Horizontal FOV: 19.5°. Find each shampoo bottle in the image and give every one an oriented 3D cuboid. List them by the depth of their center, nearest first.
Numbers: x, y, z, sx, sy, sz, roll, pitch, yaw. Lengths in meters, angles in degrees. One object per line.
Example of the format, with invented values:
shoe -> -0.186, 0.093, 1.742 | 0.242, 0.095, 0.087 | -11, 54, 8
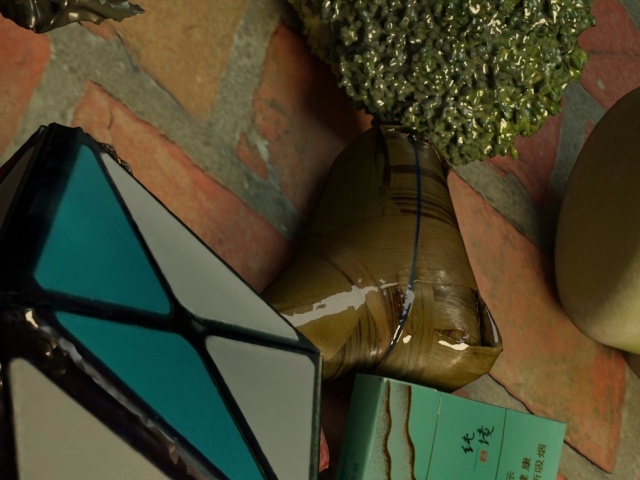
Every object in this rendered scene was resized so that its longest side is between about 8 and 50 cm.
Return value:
shampoo bottle -> 0.413, 0.005, 1.817 | 0.317, 0.322, 0.322 | 16, 51, -14

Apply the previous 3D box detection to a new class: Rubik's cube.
Rubik's cube -> -0.161, 0.122, 1.119 | 0.248, 0.250, 0.246 | 42, 21, -19

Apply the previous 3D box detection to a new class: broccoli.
broccoli -> 0.091, -0.254, 1.706 | 0.249, 0.302, 0.375 | -10, 99, -29

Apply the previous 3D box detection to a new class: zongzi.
zongzi -> 0.000, 0.000, 1.540 | 0.289, 0.123, 0.260 | 14, 50, -36

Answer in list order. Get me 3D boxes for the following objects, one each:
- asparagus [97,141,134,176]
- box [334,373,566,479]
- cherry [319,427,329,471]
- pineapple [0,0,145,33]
asparagus -> -0.110, 0.026, 1.469 | 0.024, 0.025, 0.248 | -31, 92, -10
box -> 0.104, 0.208, 1.525 | 0.229, 0.041, 0.162 | 18, 81, -42
cherry -> -0.090, 0.123, 1.382 | 0.225, 0.090, 0.107 | 30, 63, -22
pineapple -> -0.282, -0.265, 1.336 | 0.357, 0.223, 0.223 | 44, 39, -32
